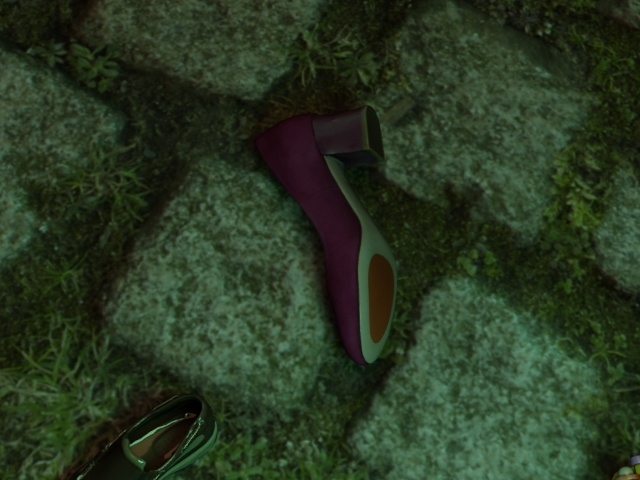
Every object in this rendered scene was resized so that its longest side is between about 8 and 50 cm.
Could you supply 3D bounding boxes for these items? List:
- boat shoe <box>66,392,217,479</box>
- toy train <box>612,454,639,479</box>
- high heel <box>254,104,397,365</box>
[{"bbox_3d":[-0.237,0.272,1.775,0.095,0.095,0.257,40,65,19],"label":"boat shoe"},{"bbox_3d":[0.379,0.328,1.745,0.046,0.166,0.125,19,27,-43],"label":"toy train"},{"bbox_3d":[0.000,0.000,1.975,0.181,0.127,0.377,-12,60,23],"label":"high heel"}]
